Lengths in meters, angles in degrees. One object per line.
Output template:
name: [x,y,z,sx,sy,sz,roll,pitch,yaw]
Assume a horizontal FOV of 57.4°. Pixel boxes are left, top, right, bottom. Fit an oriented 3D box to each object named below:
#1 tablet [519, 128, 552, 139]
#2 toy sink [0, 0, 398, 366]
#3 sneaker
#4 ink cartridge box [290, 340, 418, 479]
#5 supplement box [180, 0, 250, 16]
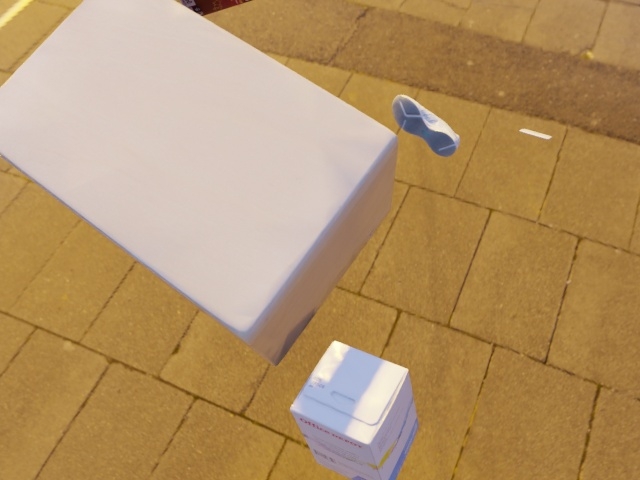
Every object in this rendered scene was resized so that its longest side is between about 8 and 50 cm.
tablet: [0.607,-0.300,1.648,0.083,0.006,0.054,24,26,25]
toy sink: [-0.085,-0.046,0.416,0.234,0.131,0.153,33,76,14]
sneaker: [0.197,-0.216,1.096,0.152,0.054,0.061,44,37,7]
ink cartridge box: [0.077,0.349,1.148,0.171,0.233,0.168,16,53,28]
supplement box: [-0.228,-0.630,1.405,0.239,0.130,0.073,-15,71,6]
